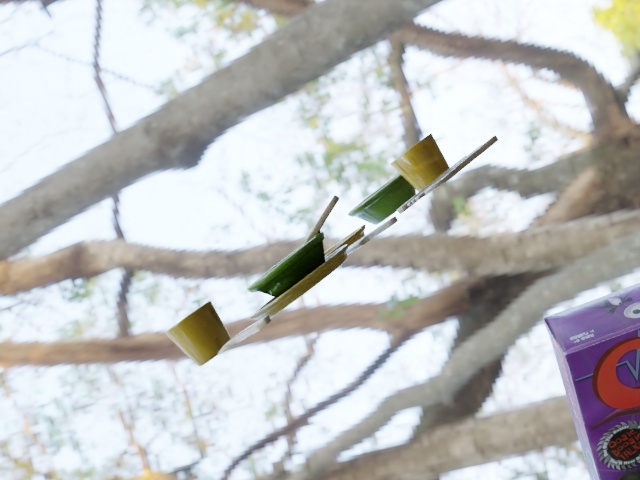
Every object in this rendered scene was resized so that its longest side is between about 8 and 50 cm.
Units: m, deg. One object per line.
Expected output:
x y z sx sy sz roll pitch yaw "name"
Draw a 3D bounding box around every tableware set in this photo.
0.000 0.000 0.649 0.154 0.104 0.024 -38 -88 -31 "tableware set"

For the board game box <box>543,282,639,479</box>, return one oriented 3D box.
0.325 0.075 0.950 0.056 0.346 0.208 -108 -2 -61 "board game box"
